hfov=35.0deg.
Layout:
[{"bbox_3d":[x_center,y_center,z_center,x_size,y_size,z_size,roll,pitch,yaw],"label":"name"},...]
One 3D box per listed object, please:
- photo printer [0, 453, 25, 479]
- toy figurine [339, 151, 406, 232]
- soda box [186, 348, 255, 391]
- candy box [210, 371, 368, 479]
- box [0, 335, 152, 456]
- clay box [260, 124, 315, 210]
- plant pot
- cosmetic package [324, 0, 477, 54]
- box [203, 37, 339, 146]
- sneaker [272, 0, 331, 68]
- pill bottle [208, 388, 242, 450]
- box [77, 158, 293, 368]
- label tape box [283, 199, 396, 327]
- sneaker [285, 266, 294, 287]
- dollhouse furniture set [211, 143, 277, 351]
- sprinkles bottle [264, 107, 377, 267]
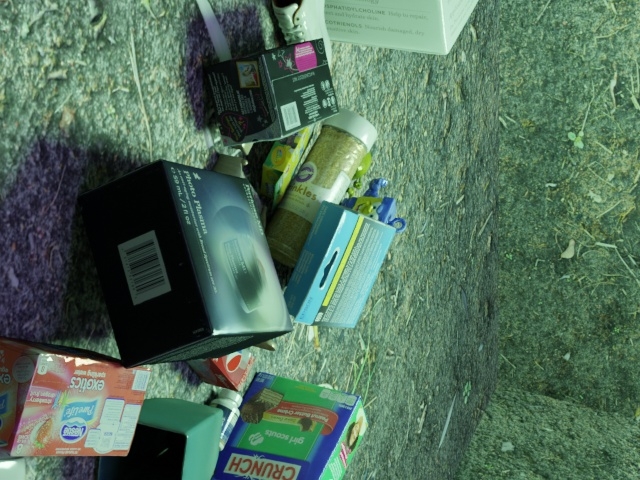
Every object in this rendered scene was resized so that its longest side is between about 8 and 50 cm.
[{"bbox_3d":[-0.535,0.402,1.387,0.307,0.107,0.256,25,78,-65],"label":"photo printer"},{"bbox_3d":[0.120,-0.065,2.473,0.362,0.217,0.191,-65,153,-26],"label":"toy figurine"},{"bbox_3d":[-0.222,0.205,1.999,0.083,0.092,0.263,-67,153,-25],"label":"soda box"},{"bbox_3d":[-0.081,0.465,2.213,0.317,0.268,0.122,-61,147,-34],"label":"candy box"},{"bbox_3d":[-0.408,0.240,1.546,0.300,0.142,0.154,25,78,-65],"label":"box"},{"bbox_3d":[-0.072,-0.183,2.153,0.127,0.053,0.222,103,12,-62],"label":"clay box"},{"bbox_3d":[-0.281,0.384,1.886,0.234,0.166,0.165,-22,121,-71],"label":"plant pot"},{"bbox_3d":[0.158,-0.660,2.149,0.329,0.327,0.393,-58,150,-38],"label":"cosmetic package"},{"bbox_3d":[-0.091,-0.287,1.964,0.247,0.142,0.163,-32,113,-57],"label":"box"},{"bbox_3d":[-0.053,-0.438,2.088,0.123,0.106,0.290,-24,118,-45],"label":"sneaker"},{"bbox_3d":[-0.211,0.376,2.132,0.120,0.067,0.067,-64,152,-29],"label":"pill bottle"},{"bbox_3d":[-0.215,0.041,1.696,0.294,0.183,0.296,7,63,-67],"label":"box"},{"bbox_3d":[0.021,0.050,2.143,0.249,0.115,0.348,-67,157,3],"label":"label tape box"},{"bbox_3d":[0.000,0.000,2.342,0.107,0.110,0.275,-146,-109,-71],"label":"sneaker"},{"bbox_3d":[-0.116,0.004,2.041,0.355,0.174,0.303,-67,154,-23],"label":"dollhouse furniture set"},{"bbox_3d":[-0.006,-0.115,2.223,0.355,0.121,0.121,-61,153,-12],"label":"sprinkles bottle"}]
